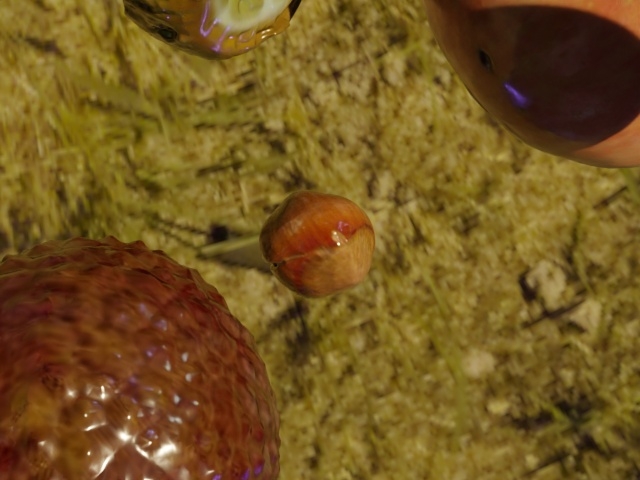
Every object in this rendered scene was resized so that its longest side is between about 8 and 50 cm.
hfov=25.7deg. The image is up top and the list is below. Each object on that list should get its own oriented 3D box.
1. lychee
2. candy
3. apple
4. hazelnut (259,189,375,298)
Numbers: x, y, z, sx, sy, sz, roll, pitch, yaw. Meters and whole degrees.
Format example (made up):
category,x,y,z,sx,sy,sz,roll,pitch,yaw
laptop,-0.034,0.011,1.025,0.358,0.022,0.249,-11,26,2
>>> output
category,x,y,z,sx,sy,sz,roll,pitch,yaw
lychee,-0.149,0.130,0.839,0.261,0.260,0.260,-8,129,-10
candy,-0.082,-0.292,1.277,0.260,0.118,0.260,-46,151,-36
apple,0.287,-0.261,1.268,0.346,0.391,0.391,-33,130,25
hazelnut,0.000,0.000,2.155,0.182,0.182,0.182,-8,129,-10
